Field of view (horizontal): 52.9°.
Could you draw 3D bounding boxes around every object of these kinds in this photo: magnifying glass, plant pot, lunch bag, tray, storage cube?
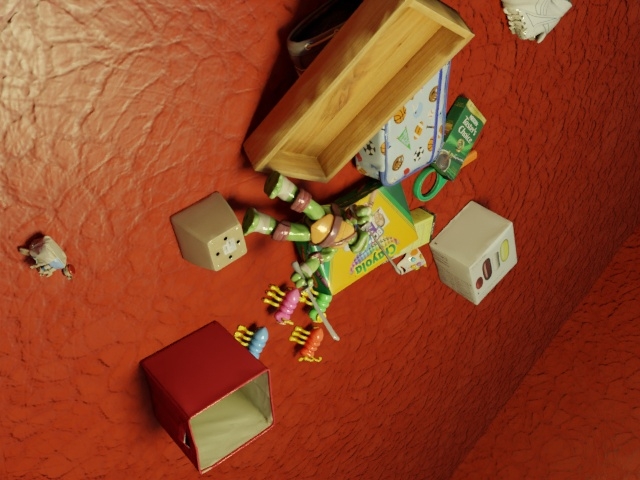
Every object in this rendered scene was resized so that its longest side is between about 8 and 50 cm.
[{"bbox_3d":[0.329,-0.180,1.692,0.231,0.026,0.092,-31,136,-25],"label":"magnifying glass"},{"bbox_3d":[-0.199,-0.007,1.201,0.109,0.096,0.109,-32,136,-26],"label":"plant pot"},{"bbox_3d":[0.183,-0.286,1.391,0.243,0.115,0.303,-29,136,-32],"label":"lunch bag"},{"bbox_3d":[0.059,-0.270,1.161,0.203,0.076,0.411,4,143,-48],"label":"tray"},{"bbox_3d":[-0.228,0.318,1.330,0.215,0.193,0.183,-29,135,-31],"label":"storage cube"}]

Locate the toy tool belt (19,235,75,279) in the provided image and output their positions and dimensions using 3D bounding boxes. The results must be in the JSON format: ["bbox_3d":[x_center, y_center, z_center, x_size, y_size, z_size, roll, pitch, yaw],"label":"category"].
[{"bbox_3d":[-0.437,0.033,1.029,0.051,0.052,0.083,-19,134,4],"label":"toy tool belt"}]

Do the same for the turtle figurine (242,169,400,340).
[{"bbox_3d":[0.000,0.000,1.215,0.266,0.198,0.274,25,56,-24],"label":"turtle figurine"}]

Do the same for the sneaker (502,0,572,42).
[{"bbox_3d":[0.499,-0.550,1.536,0.297,0.111,0.129,1,122,-46],"label":"sneaker"}]

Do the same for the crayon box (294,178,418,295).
[{"bbox_3d":[0.080,-0.016,1.457,0.278,0.081,0.165,-31,113,-27],"label":"crayon box"}]

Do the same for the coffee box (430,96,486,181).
[{"bbox_3d":[0.340,-0.254,1.614,0.113,0.040,0.184,33,85,-47],"label":"coffee box"}]

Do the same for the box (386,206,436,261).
[{"bbox_3d":[0.196,-0.009,1.646,0.232,0.058,0.087,-24,132,-35],"label":"box"}]

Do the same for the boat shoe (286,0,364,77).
[{"bbox_3d":[0.071,-0.423,1.172,0.324,0.116,0.096,-43,144,-6],"label":"boat shoe"}]

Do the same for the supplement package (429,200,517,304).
[{"bbox_3d":[0.449,0.037,1.871,0.194,0.149,0.203,-45,142,-13],"label":"supplement package"}]

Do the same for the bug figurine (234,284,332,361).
[{"bbox_3d":[-0.065,0.203,1.515,0.279,0.072,0.216,8,111,-48],"label":"bug figurine"}]

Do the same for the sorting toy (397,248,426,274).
[{"bbox_3d":[0.249,0.064,1.777,0.075,0.045,0.083,-32,140,2],"label":"sorting toy"}]
